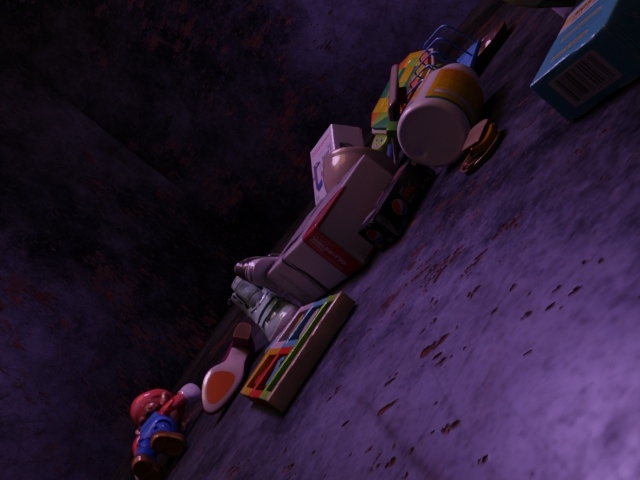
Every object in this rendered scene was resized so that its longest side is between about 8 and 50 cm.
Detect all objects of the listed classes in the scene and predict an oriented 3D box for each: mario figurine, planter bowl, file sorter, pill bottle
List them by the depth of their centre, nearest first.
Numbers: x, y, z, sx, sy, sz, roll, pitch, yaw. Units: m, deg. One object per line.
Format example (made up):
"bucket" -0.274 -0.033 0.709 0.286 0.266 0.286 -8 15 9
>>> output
"pill bottle" 0.210 -0.220 0.977 0.117 0.117 0.208 -46 8 42
"planter bowl" 0.079 -0.114 1.251 0.162 0.161 0.109 139 142 -60
"file sorter" 0.280 -0.390 1.341 0.170 0.104 0.118 -68 12 -20
"mario figurine" -0.374 0.477 1.434 0.197 0.170 0.320 -17 12 -11

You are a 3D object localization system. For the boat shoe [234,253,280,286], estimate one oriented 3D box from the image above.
"boat shoe" -0.090 0.062 1.260 0.070 0.219 0.078 8 90 40

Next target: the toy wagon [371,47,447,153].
"toy wagon" 0.228 -0.378 1.645 0.345 0.068 0.267 -61 22 0

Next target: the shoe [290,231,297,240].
"shoe" 0.000 0.000 1.318 0.177 0.064 0.081 -23 -15 -31

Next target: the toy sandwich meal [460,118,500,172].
"toy sandwich meal" 0.218 -0.132 0.810 0.086 0.029 0.085 -51 6 8

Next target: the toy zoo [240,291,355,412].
"toy zoo" -0.050 0.184 0.957 0.192 0.030 0.293 -54 6 -20

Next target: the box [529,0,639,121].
"box" 0.311 -0.240 0.605 0.244 0.060 0.100 -55 7 -29

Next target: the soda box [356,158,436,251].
"soda box" 0.129 -0.064 0.969 0.169 0.053 0.060 -55 7 -33

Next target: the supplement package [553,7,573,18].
"supplement package" 0.409 -0.445 0.867 0.105 0.105 0.179 -55 6 -22

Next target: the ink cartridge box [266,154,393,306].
"ink cartridge box" 0.026 -0.009 1.122 0.197 0.114 0.273 -56 6 -32

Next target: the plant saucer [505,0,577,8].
"plant saucer" 0.352 -0.356 0.731 0.188 0.045 0.188 -14 -13 -27

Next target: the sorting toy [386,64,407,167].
"sorting toy" 0.194 -0.302 1.417 0.196 0.047 0.348 80 -166 -45

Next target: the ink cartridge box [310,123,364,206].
"ink cartridge box" 0.048 -0.169 1.496 0.154 0.093 0.213 138 132 -59

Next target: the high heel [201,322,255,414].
"high heel" -0.204 0.306 1.297 0.244 0.082 0.117 -79 -4 -50

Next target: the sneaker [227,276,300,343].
"sneaker" -0.131 0.141 1.238 0.094 0.151 0.256 -52 7 -13

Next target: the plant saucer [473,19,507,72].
"plant saucer" 0.393 -0.454 1.402 0.168 0.029 0.168 -50 7 8
